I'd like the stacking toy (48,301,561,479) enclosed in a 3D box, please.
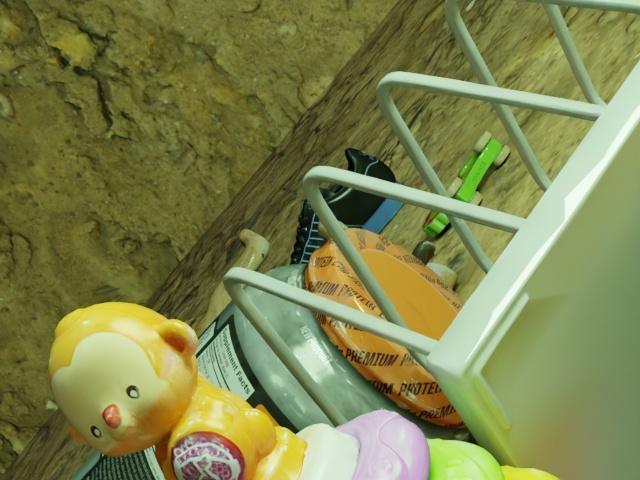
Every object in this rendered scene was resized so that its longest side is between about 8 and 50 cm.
[{"bbox_3d":[0.027,0.122,0.475,0.175,0.302,0.166,-44,13,30],"label":"stacking toy"}]

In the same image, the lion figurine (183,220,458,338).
[{"bbox_3d":[-0.039,0.112,1.221,0.240,0.142,0.392,-63,18,-18],"label":"lion figurine"}]

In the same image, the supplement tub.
[{"bbox_3d":[-0.033,0.152,0.911,0.316,0.193,0.193,-46,12,21],"label":"supplement tub"}]

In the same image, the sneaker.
[{"bbox_3d":[0.000,0.000,1.530,0.232,0.090,0.081,-52,11,-5],"label":"sneaker"}]

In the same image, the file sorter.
[{"bbox_3d":[0.115,-0.011,0.645,0.173,0.193,0.278,17,62,44],"label":"file sorter"}]

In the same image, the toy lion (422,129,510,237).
[{"bbox_3d":[0.137,-0.050,1.306,0.100,0.034,0.096,-56,4,-24],"label":"toy lion"}]
